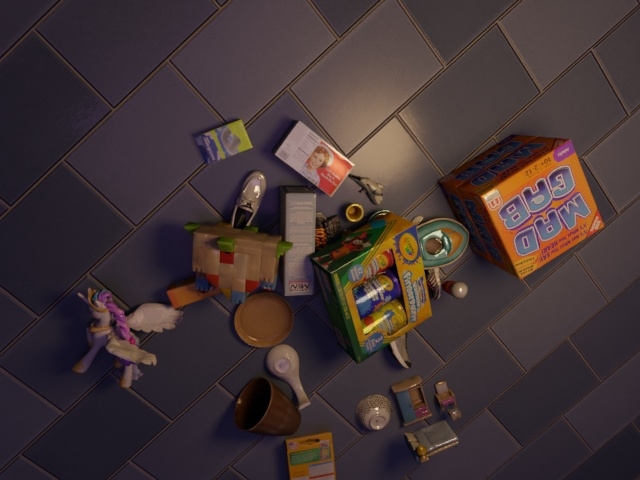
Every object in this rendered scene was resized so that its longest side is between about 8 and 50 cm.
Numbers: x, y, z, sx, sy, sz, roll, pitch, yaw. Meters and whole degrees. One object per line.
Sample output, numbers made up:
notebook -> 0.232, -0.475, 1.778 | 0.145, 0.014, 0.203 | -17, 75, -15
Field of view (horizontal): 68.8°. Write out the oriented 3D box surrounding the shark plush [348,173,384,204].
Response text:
shark plush -> 0.175, -0.198, 1.792 | 0.161, 0.073, 0.067 | 27, 129, -20

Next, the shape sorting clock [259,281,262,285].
shape sorting clock -> -0.256, 0.080, 1.782 | 0.206, 0.040, 0.206 | -7, 108, -22

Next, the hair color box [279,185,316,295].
hair color box -> -0.088, -0.004, 1.728 | 0.113, 0.185, 0.375 | 0, 105, -10

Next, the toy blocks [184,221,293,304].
toy blocks -> -0.297, 0.097, 1.643 | 0.381, 0.191, 0.261 | 8, 110, 2

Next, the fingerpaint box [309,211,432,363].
fingerpaint box -> 0.204, 0.178, 1.743 | 0.371, 0.163, 0.445 | -28, 122, -19

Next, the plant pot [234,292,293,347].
plant pot -> -0.226, 0.315, 1.872 | 0.236, 0.032, 0.236 | -2, 105, -9

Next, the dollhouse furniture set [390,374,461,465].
dollhouse furniture set -> 0.472, 0.734, 1.966 | 0.286, 0.303, 0.198 | -20, 108, -4

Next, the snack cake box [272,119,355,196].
snack cake box -> -0.024, -0.299, 1.709 | 0.264, 0.089, 0.152 | 36, 95, -17

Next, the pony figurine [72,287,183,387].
pony figurine -> -0.720, 0.358, 1.692 | 0.350, 0.303, 0.364 | 19, 118, -1

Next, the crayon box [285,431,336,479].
crayon box -> -0.042, 0.974, 2.057 | 0.203, 0.083, 0.323 | -7, 107, -8

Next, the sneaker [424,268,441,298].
sneaker -> 0.452, 0.165, 1.934 | 0.074, 0.063, 0.170 | -12, 102, -7

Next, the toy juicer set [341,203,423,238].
toy juicer set -> 0.237, -0.019, 1.831 | 0.328, 0.089, 0.209 | 10, 103, -13

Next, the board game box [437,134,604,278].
board game box -> 0.728, -0.143, 1.743 | 0.356, 0.356, 0.357 | -32, 108, -1

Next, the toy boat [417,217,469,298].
toy boat -> 0.485, 0.071, 1.824 | 0.267, 0.148, 0.318 | -21, 95, -7

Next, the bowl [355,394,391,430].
bowl -> 0.243, 0.776, 2.054 | 0.170, 0.080, 0.170 | -3, 106, -9

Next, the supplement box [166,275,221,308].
supplement box -> -0.455, 0.177, 1.771 | 0.233, 0.080, 0.078 | -17, 108, -3

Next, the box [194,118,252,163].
box -> -0.345, -0.350, 1.664 | 0.178, 0.042, 0.109 | -23, 107, -4

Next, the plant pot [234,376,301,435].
plant pot -> -0.194, 0.706, 1.909 | 0.215, 0.215, 0.230 | -48, 121, 5

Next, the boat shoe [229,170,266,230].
boat shoe -> -0.264, -0.128, 1.716 | 0.095, 0.084, 0.258 | 17, 102, -13

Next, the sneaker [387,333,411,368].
sneaker -> 0.330, 0.425, 1.966 | 0.108, 0.100, 0.272 | -29, 108, -6

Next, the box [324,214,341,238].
box -> 0.048, -0.053, 1.796 | 0.018, 0.083, 0.067 | -2, 112, 34

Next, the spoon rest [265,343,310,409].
spoon rest -> -0.129, 0.561, 1.942 | 0.137, 0.084, 0.276 | -26, 95, -3

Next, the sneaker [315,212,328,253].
sneaker -> 0.000, 0.000, 1.799 | 0.084, 0.083, 0.215 | -5, 104, -7
